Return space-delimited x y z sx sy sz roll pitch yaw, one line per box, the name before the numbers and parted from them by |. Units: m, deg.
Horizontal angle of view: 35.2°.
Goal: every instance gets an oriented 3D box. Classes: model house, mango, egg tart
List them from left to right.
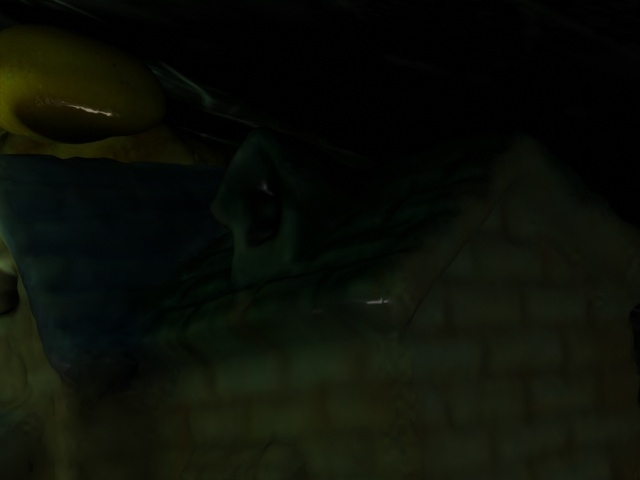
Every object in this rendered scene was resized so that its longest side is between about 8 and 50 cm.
mango | -0.166 -0.102 0.671 0.161 0.076 0.103 11 170 39
egg tart | -0.213 -0.058 0.963 0.297 0.132 0.297 3 -138 -2
model house | -0.047 0.096 0.651 0.395 0.399 0.445 5 170 -40

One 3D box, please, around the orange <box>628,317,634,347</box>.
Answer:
orange | 0.220 0.116 1.177 0.279 0.235 0.279 19 -174 -2
